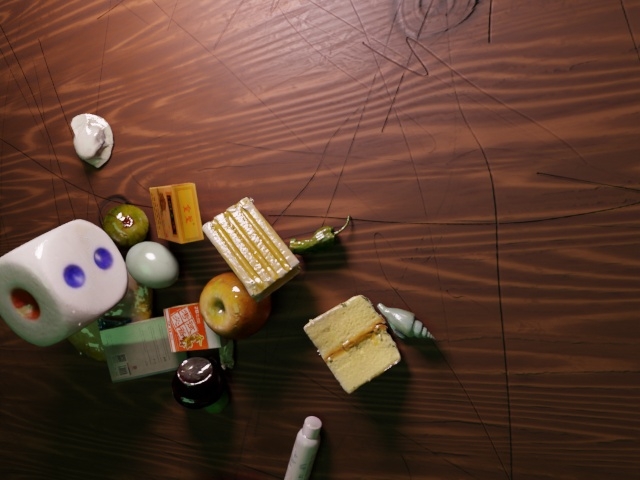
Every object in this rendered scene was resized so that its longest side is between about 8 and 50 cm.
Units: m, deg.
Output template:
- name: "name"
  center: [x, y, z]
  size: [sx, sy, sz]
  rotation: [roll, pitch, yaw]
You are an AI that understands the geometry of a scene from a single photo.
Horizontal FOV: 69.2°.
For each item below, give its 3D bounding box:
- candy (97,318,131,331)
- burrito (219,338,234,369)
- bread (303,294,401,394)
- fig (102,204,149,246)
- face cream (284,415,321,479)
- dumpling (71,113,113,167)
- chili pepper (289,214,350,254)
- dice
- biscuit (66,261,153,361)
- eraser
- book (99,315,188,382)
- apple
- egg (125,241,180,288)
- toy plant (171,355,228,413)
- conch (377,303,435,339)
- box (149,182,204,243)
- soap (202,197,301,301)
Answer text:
- name: "candy"
  center: [-0.745, 0.327, 1.686]
  size: [0.136, 0.038, 0.088]
  rotation: [-1, 106, 8]
- name: "burrito"
  center: [-0.323, 0.354, 1.589]
  size: [0.058, 0.045, 0.188]
  rotation: [-2, 98, 11]
- name: "bread"
  center: [0.098, 0.284, 1.315]
  size: [0.178, 0.135, 0.240]
  rotation: [-38, 82, 28]
- name: "fig"
  center: [-0.708, -0.038, 1.668]
  size: [0.259, 0.151, 0.151]
  rotation: [-23, 91, 56]
- name: "face cream"
  center: [-0.053, 0.694, 1.514]
  size: [0.082, 0.082, 0.269]
  rotation: [21, 109, 20]
- name: "dumpling"
  center: [-0.806, -0.353, 1.645]
  size: [0.150, 0.092, 0.177]
  rotation: [-6, 94, 13]
- name: "chili pepper"
  center: [-0.002, -0.001, 1.334]
  size: [0.204, 0.072, 0.073]
  rotation: [-22, 89, 30]
- name: "dice"
  center: [-0.834, 0.131, 1.499]
  size: [0.277, 0.304, 0.304]
  rotation: [-23, 104, 23]
- name: "biscuit"
  center: [-0.813, 0.251, 1.756]
  size: [0.429, 0.104, 0.446]
  rotation: [-3, 102, 12]
- name: "eraser"
  center: [-0.433, 0.296, 1.591]
  size: [0.230, 0.038, 0.157]
  rotation: [-12, 89, 26]
- name: "book"
  center: [-0.631, 0.390, 1.675]
  size: [0.282, 0.025, 0.215]
  rotation: [-9, 99, -6]
- name: "apple"
  center: [-0.261, 0.200, 1.456]
  size: [0.235, 0.173, 0.210]
  rotation: [27, 110, 29]
- name: "egg"
  center: [-0.573, 0.085, 1.590]
  size: [0.192, 0.149, 0.149]
  rotation: [28, 112, 12]
- name: "toy plant"
  center: [-0.427, 0.510, 1.616]
  size: [0.218, 0.175, 0.235]
  rotation: [17, 134, 15]
- name: "conch"
  center: [0.237, 0.230, 1.285]
  size: [0.180, 0.088, 0.065]
  rotation: [29, 69, 25]
- name: "box"
  center: [-0.460, -0.090, 1.467]
  size: [0.274, 0.076, 0.174]
  rotation: [8, 109, 57]
- name: "soap"
  center: [-0.201, 0.024, 1.373]
  size: [0.173, 0.089, 0.274]
  rotation: [-36, 72, -12]
